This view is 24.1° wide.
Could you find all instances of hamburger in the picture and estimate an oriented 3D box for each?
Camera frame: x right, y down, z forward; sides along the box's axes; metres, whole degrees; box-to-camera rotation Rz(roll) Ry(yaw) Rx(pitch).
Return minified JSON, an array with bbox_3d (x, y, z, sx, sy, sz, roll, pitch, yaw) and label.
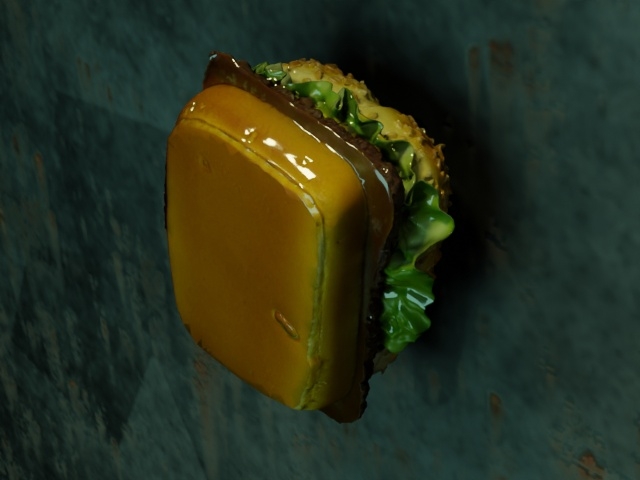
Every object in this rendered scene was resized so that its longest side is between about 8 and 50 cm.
[{"bbox_3d":[0.000,0.000,0.662,0.137,0.087,0.166,38,141,28],"label":"hamburger"}]
